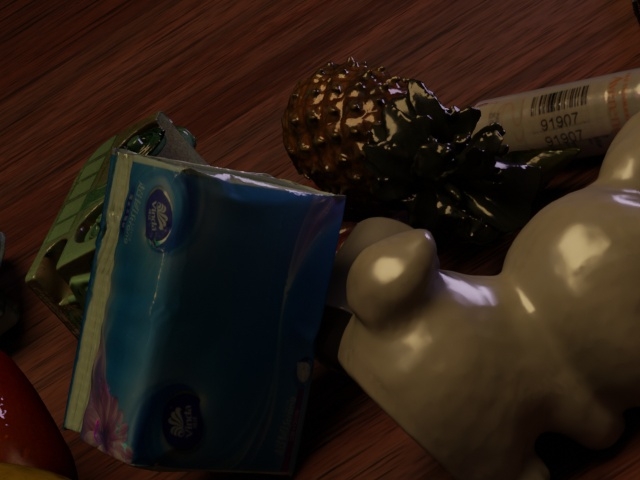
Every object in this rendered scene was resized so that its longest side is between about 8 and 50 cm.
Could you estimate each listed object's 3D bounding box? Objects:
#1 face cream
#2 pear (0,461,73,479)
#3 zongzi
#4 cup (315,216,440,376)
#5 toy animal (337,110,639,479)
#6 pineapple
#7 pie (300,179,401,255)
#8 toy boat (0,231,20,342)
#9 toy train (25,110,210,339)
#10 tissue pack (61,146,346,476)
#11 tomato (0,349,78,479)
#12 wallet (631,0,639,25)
[{"bbox_3d":[0.279,-0.126,1.776,0.269,0.082,0.082,-10,34,36],"label":"face cream"},{"bbox_3d":[-0.271,0.313,1.433,0.280,0.281,0.281,-24,29,14],"label":"pear"},{"bbox_3d":[0.193,-0.045,1.756,0.119,0.055,0.109,-10,42,42],"label":"zongzi"},{"bbox_3d":[0.062,0.063,1.695,0.133,0.136,0.099,-56,-6,-38],"label":"cup"},{"bbox_3d":[0.193,0.035,1.430,0.367,0.241,0.196,-34,30,-4],"label":"toy animal"},{"bbox_3d":[0.091,-0.079,1.747,0.141,0.170,0.310,-12,22,-33],"label":"pineapple"},{"bbox_3d":[0.000,0.000,1.886,0.204,0.054,0.219,-18,33,23],"label":"pie"},{"bbox_3d":[-0.439,0.051,2.180,0.145,0.133,0.332,-38,17,-1],"label":"toy boat"},{"bbox_3d":[-0.224,-0.019,2.064,0.159,0.129,0.326,-24,29,27],"label":"toy train"},{"bbox_3d":[-0.102,0.067,1.596,0.146,0.198,0.263,17,97,51],"label":"tissue pack"},{"bbox_3d":[-0.365,0.225,1.693,0.298,0.299,0.226,-10,-6,35],"label":"tomato"},{"bbox_3d":[0.456,-0.333,1.958,0.262,0.071,0.221,-30,28,18],"label":"wallet"}]
